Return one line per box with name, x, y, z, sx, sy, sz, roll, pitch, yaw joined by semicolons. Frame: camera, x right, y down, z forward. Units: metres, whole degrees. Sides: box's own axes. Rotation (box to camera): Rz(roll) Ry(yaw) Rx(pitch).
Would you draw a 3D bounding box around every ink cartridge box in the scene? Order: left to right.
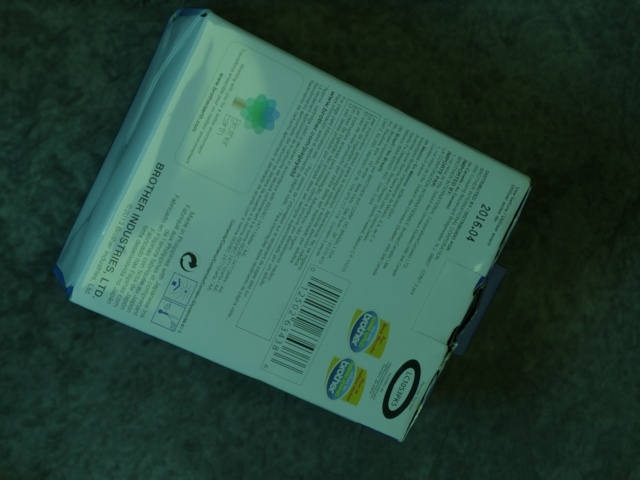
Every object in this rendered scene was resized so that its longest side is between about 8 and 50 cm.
ink cartridge box;0.000;0.000;1.223;0.395;0.151;0.270;25;94;-18
